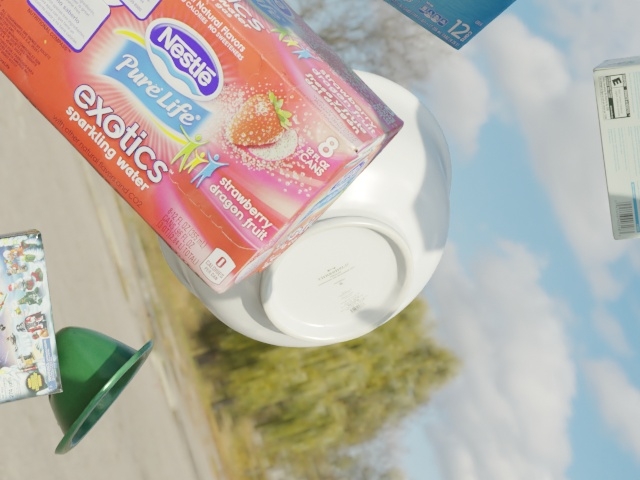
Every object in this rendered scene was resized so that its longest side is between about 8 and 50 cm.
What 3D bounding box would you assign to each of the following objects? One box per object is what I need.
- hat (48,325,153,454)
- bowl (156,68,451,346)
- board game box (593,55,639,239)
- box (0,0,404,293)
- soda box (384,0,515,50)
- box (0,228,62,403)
[{"bbox_3d":[-0.320,0.128,1.485,0.183,0.173,0.208,39,-46,2],"label":"hat"},{"bbox_3d":[0.000,0.000,1.152,0.134,0.297,0.298,-110,-174,-50],"label":"bowl"},{"bbox_3d":[0.510,-0.131,1.551,0.097,0.303,0.224,-34,117,-65],"label":"board game box"},{"bbox_3d":[-0.089,-0.109,0.759,0.257,0.128,0.122,45,22,4],"label":"box"},{"bbox_3d":[0.028,-0.204,0.741,0.210,0.067,0.071,28,41,-29],"label":"soda box"},{"bbox_3d":[-0.266,0.065,1.007,0.027,0.093,0.137,-163,-115,-64],"label":"box"}]
